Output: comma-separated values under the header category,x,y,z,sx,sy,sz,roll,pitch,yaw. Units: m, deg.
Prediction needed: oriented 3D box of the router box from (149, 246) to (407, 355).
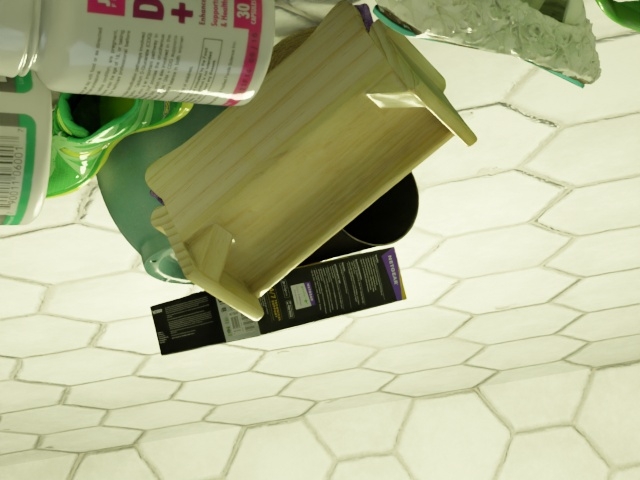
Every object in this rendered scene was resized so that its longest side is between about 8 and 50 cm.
category,x,y,z,sx,sy,sz,roll,pitch,yaw
router box,-0.066,0.088,1.932,0.243,0.081,0.309,-12,177,-33

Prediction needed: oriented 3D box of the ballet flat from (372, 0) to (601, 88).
category,x,y,z,sx,sy,sz,roll,pitch,yaw
ballet flat,0.211,-0.254,1.469,0.147,0.146,0.409,-21,166,33

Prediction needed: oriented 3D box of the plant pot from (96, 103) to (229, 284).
category,x,y,z,sx,sy,sz,roll,pitch,yaw
plant pot,-0.153,-0.058,1.792,0.293,0.196,0.293,-6,160,-2

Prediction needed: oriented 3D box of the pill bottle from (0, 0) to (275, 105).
category,x,y,z,sx,sy,sz,roll,pitch,yaw
pill bottle,-0.202,-0.224,1.378,0.283,0.160,0.160,2,158,-23

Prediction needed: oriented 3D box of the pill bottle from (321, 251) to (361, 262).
category,x,y,z,sx,sy,sz,roll,pitch,yaw
pill bottle,0.000,0.000,2.129,0.184,0.103,0.103,-21,156,32

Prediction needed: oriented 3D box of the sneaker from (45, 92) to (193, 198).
category,x,y,z,sx,sy,sz,roll,pitch,yaw
sneaker,-0.286,-0.147,1.634,0.296,0.109,0.123,-31,160,29

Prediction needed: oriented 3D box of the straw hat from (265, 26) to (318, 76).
category,x,y,z,sx,sy,sz,roll,pitch,yaw
straw hat,-0.003,-0.196,1.650,0.145,0.144,0.061,-9,-160,5

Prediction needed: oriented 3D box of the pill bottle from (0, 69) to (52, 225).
category,x,y,z,sx,sy,sz,roll,pitch,yaw
pill bottle,-0.491,-0.121,1.498,0.361,0.204,0.204,2,158,-23

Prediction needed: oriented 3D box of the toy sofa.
category,x,y,z,sx,sy,sz,roll,pitch,yaw
toy sofa,-0.018,-0.094,1.586,0.362,0.177,0.150,-40,141,11

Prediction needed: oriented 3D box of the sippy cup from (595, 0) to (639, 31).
category,x,y,z,sx,sy,sz,roll,pitch,yaw
sippy cup,0.385,-0.329,1.236,0.240,0.305,0.224,23,173,45

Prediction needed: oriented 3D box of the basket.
category,x,y,z,sx,sy,sz,roll,pitch,yaw
basket,-0.005,-0.040,1.964,0.227,0.154,0.204,-20,176,42
